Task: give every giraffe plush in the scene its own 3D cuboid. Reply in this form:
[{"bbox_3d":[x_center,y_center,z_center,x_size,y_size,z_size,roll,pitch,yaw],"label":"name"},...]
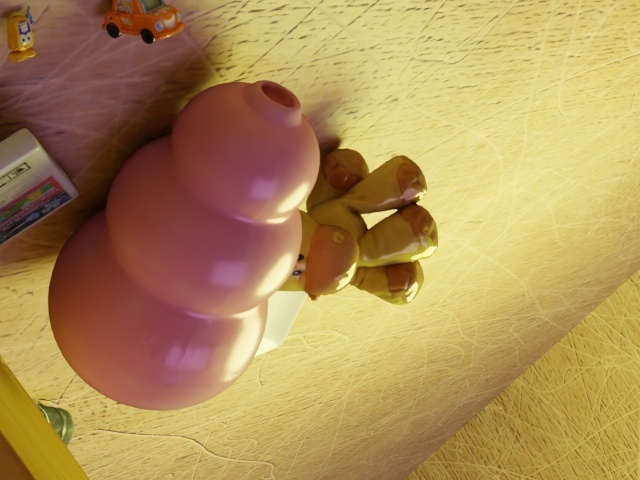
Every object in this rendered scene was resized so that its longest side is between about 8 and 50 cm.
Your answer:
[{"bbox_3d":[0.000,0.000,1.147,0.210,0.181,0.170,-9,-174,28],"label":"giraffe plush"}]

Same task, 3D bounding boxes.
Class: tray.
[{"bbox_3d":[-0.084,0.089,1.427,0.145,0.030,0.270,-20,155,-28],"label":"tray"}]

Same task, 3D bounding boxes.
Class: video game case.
[{"bbox_3d":[-0.295,-0.007,0.868,0.201,0.023,0.183,-34,174,-7],"label":"video game case"}]

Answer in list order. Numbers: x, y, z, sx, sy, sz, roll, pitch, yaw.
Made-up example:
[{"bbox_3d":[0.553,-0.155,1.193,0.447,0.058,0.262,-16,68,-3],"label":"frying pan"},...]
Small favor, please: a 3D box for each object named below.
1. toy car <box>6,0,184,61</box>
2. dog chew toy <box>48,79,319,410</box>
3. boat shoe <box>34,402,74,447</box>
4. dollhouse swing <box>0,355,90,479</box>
[{"bbox_3d":[-0.158,-0.156,0.776,0.122,0.060,0.040,-25,126,-37],"label":"toy car"},{"bbox_3d":[-0.111,-0.001,0.987,0.207,0.206,0.331,-7,140,-48],"label":"dog chew toy"},{"bbox_3d":[-0.422,0.325,1.339,0.335,0.121,0.119,-42,153,16],"label":"boat shoe"},{"bbox_3d":[-0.373,0.192,0.827,0.305,0.315,0.347,-36,177,-13],"label":"dollhouse swing"}]
